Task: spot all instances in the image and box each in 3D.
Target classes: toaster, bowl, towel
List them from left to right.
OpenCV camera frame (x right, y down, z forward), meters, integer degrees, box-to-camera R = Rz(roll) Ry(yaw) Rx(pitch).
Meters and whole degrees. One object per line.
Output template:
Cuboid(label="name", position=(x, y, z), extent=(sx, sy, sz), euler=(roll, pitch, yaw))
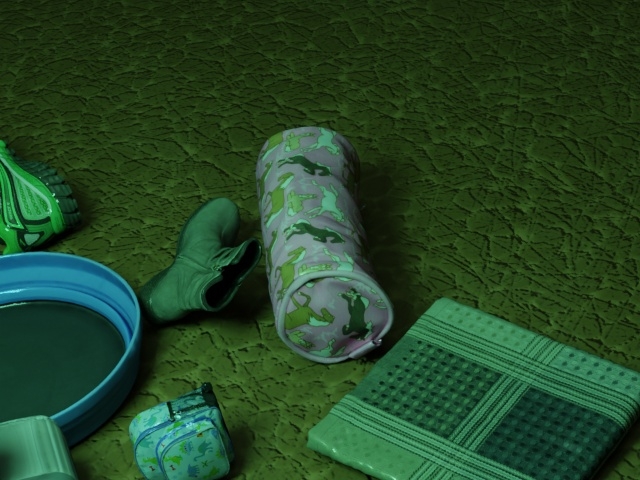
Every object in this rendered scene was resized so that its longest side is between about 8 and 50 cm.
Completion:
Cuboid(label="bowl", position=(-0.424, 0.159, 1.887), extent=(0.391, 0.077, 0.391), euler=(-6, 35, 4))
Cuboid(label="toaster", position=(-0.360, 0.293, 1.642), extent=(0.227, 0.129, 0.146), euler=(-18, 34, -9))
Cuboid(label="towel", position=(0.194, 0.214, 1.722), extent=(0.324, 0.056, 0.312), euler=(22, 48, 32))

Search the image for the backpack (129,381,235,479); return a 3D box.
Cuboid(label="backpack", position=(-0.166, 0.241, 1.696), extent=(0.114, 0.105, 0.084), euler=(-18, 35, -5))

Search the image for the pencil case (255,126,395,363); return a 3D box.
Cuboid(label="pencil case", position=(0.000, 0.000, 1.951), extent=(0.167, 0.160, 0.386), euler=(8, 34, -11))

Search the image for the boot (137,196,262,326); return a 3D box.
Cuboid(label="boot", position=(-0.135, 0.023, 1.968), extent=(0.161, 0.083, 0.246), euler=(-14, 33, 41))

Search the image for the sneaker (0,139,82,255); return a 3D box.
Cuboid(label="sneaker", position=(-0.529, -0.085, 2.201), extent=(0.343, 0.134, 0.146), euler=(26, 48, 38))
